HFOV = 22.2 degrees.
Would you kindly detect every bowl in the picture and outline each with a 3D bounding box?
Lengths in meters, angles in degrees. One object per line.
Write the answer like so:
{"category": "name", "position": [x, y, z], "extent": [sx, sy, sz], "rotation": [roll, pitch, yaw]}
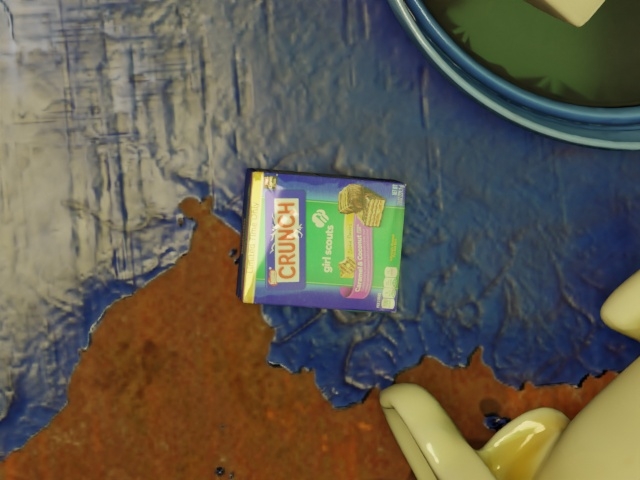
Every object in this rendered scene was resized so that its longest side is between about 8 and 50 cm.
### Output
{"category": "bowl", "position": [0.208, -0.255, 1.120], "extent": [0.391, 0.077, 0.391], "rotation": [0, 93, -9]}

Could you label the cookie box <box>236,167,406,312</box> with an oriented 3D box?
{"category": "cookie box", "position": [0.000, 0.000, 1.118], "extent": [0.107, 0.040, 0.092], "rotation": [4, 93, -9]}

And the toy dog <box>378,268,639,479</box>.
{"category": "toy dog", "position": [0.313, 0.165, 1.065], "extent": [0.408, 0.284, 0.395], "rotation": [-31, 111, -6]}

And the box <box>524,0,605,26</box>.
{"category": "box", "position": [0.065, -0.274, 0.910], "extent": [0.311, 0.121, 0.148], "rotation": [36, 99, -17]}
